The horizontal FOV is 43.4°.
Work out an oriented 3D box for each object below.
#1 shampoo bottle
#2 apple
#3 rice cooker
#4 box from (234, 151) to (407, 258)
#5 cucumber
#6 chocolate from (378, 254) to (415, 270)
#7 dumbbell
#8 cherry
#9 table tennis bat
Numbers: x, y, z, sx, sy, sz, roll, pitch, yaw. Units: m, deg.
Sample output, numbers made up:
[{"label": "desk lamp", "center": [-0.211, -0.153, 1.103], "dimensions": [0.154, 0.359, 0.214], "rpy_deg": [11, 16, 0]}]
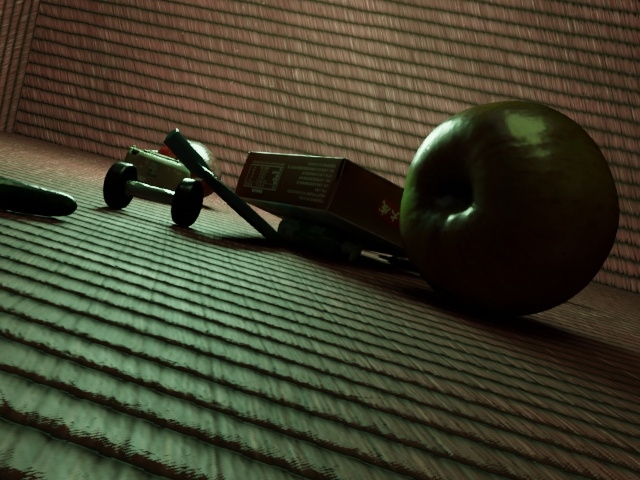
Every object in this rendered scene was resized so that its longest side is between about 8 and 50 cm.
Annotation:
[{"label": "shampoo bottle", "center": [0.000, 0.000, 1.795], "dimensions": [0.205, 0.065, 0.065], "rpy_deg": [17, 5, 31]}, {"label": "apple", "center": [0.341, -0.052, 1.456], "dimensions": [0.334, 0.400, 0.400], "rpy_deg": [15, 3, -36]}, {"label": "rice cooker", "center": [-0.455, -0.178, 2.183], "dimensions": [0.206, 0.127, 0.145], "rpy_deg": [22, 4, 0]}, {"label": "box", "center": [0.046, -0.078, 1.848], "dimensions": [0.345, 0.122, 0.385], "rpy_deg": [24, -7, -36]}, {"label": "cucumber", "center": [-0.511, -0.076, 1.240], "dimensions": [0.284, 0.056, 0.056], "rpy_deg": [9, 6, -37]}, {"label": "chocolate", "center": [0.232, 0.060, 1.927], "dimensions": [0.183, 0.028, 0.086], "rpy_deg": [13, 1, 24]}, {"label": "dumbbell", "center": [-0.349, -0.097, 1.677], "dimensions": [0.191, 0.100, 0.100], "rpy_deg": [14, 5, 9]}, {"label": "cherry", "center": [-0.389, -0.201, 2.352], "dimensions": [0.250, 0.175, 0.192], "rpy_deg": [18, 16, 32]}, {"label": "table tennis bat", "center": [-0.201, -0.105, 1.689], "dimensions": [0.329, 0.044, 0.215], "rpy_deg": [45, -4, -23]}]
